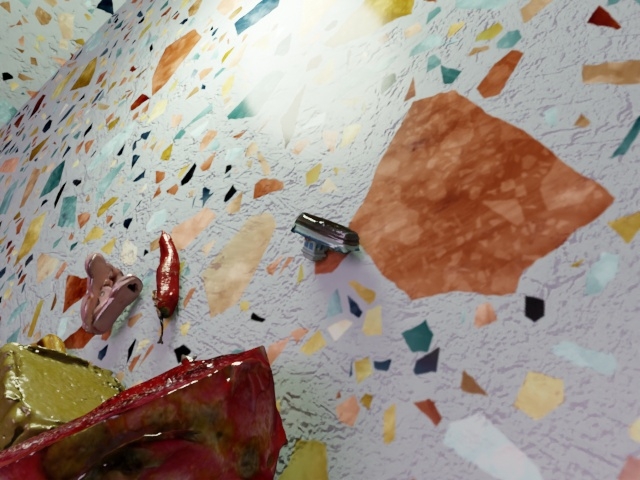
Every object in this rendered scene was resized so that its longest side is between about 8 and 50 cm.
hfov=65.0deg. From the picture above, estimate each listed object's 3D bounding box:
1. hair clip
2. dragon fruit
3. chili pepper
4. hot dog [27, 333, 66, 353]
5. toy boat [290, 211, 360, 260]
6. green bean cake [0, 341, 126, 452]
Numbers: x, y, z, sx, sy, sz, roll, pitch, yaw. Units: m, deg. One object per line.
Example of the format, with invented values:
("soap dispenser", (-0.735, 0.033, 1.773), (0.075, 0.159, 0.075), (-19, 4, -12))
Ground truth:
("hair clip", (-0.438, 0.111, 1.011), (0.102, 0.123, 0.138), (28, 77, 26))
("dragon fruit", (-0.201, 0.277, 0.561), (0.386, 0.371, 0.249), (-25, 82, 18))
("chili pepper", (-0.293, 0.075, 0.958), (0.050, 0.059, 0.268), (-5, 47, -8))
("hot dog", (-0.544, 0.291, 1.005), (0.104, 0.076, 0.250), (-35, 45, -11))
("toy boat", (0.000, 0.000, 0.759), (0.140, 0.059, 0.066), (25, 106, 45))
("green bean cake", (-0.421, 0.279, 0.797), (0.131, 0.224, 0.230), (-56, 41, 0))
